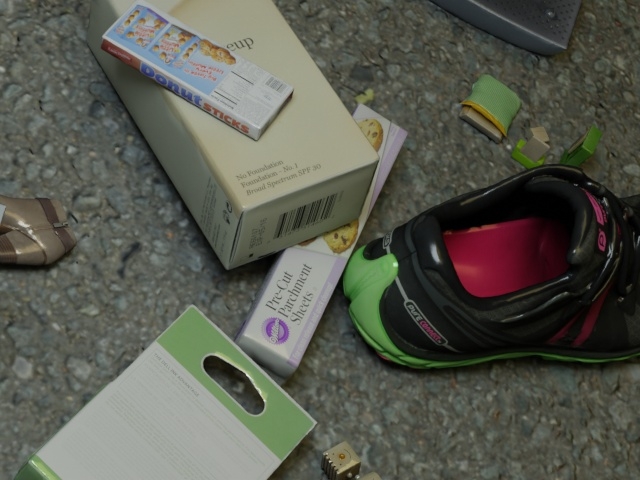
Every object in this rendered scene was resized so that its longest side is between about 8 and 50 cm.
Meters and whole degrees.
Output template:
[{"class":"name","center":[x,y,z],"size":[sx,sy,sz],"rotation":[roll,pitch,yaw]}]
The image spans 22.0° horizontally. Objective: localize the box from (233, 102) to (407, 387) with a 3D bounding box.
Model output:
[{"class":"box","center":[0.000,0.000,1.665],"size":[0.067,0.063,0.324],"rotation":[30,55,-5]}]

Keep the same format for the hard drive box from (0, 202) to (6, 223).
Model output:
[{"class":"hard drive box","center":[-0.382,0.025,1.367],"size":[0.181,0.232,0.089],"rotation":[20,57,-14]}]

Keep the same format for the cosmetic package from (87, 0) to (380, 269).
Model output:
[{"class":"cosmetic package","center":[-0.092,-0.140,1.628],"size":[0.160,0.113,0.309],"rotation":[-22,65,-24]}]

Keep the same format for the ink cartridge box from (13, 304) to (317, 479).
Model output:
[{"class":"ink cartridge box","center":[-0.137,0.193,1.501],"size":[0.171,0.056,0.235],"rotation":[44,51,1]}]

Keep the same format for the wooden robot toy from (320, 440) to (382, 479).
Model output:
[{"class":"wooden robot toy","center":[0.038,0.275,1.533],"size":[0.079,0.076,0.173],"rotation":[-24,75,-22]}]

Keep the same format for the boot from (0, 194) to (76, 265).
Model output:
[{"class":"boot","center":[-0.288,-0.026,1.562],"size":[0.087,0.042,0.118],"rotation":[-18,73,-38]}]

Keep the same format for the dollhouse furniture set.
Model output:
[{"class":"dollhouse furniture set","center":[0.236,-0.136,1.854],"size":[0.152,0.058,0.076],"rotation":[35,54,-4]}]

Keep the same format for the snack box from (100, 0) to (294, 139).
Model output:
[{"class":"snack box","center":[-0.117,-0.163,1.555],"size":[0.178,0.022,0.064],"rotation":[31,58,9]}]

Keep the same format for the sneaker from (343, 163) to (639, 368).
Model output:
[{"class":"sneaker","center":[0.263,0.024,1.691],"size":[0.483,0.202,0.185],"rotation":[-11,69,-29]}]

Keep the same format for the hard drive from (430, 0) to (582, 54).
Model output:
[{"class":"hard drive","center":[0.190,-0.329,1.941],"size":[0.255,0.054,0.172],"rotation":[28,55,-9]}]
